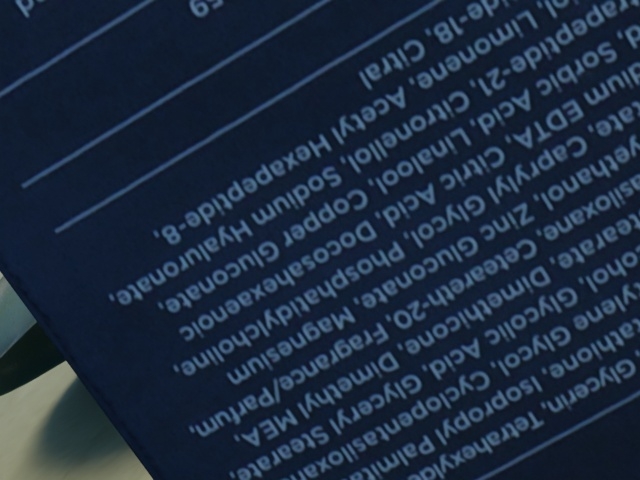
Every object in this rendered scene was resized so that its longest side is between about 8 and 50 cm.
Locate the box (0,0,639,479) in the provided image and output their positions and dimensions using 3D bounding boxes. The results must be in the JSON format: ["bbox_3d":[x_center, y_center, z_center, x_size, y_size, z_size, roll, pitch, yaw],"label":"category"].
[{"bbox_3d":[0.031,-0.055,0.622,0.212,0.395,0.293,-31,17,12],"label":"box"}]

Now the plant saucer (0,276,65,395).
[{"bbox_3d":[-0.095,-0.013,1.169,0.317,0.044,0.317,-38,-4,-3],"label":"plant saucer"}]
